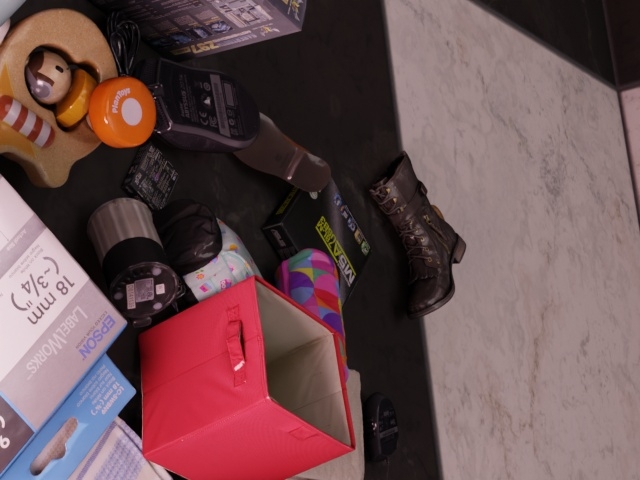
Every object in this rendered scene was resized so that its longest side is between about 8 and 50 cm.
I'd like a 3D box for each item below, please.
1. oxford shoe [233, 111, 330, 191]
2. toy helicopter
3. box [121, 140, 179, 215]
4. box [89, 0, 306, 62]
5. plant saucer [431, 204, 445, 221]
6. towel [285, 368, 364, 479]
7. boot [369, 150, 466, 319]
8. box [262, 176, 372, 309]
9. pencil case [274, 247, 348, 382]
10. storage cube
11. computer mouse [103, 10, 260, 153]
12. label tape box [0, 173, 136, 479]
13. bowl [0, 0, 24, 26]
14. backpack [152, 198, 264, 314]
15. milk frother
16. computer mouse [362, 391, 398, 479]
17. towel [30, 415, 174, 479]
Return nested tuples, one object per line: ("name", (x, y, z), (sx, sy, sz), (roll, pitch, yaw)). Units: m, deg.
("oxford shoe", (-0.084, -0.142, 1.800), (0.212, 0.076, 0.076), (34, 92, -32))
("toy helicopter", (-0.361, -0.147, 1.311), (0.355, 0.140, 0.235), (-46, 124, -40))
("box", (-0.226, -0.080, 1.588), (0.067, 0.018, 0.083), (50, 40, -35))
("box", (-0.164, -0.321, 1.576), (0.183, 0.233, 0.059), (34, 57, -46))
("plant saucer", (0.213, -0.026, 2.251), (0.083, 0.015, 0.083), (28, 56, -50))
("towel", (-0.028, 0.261, 1.742), (0.282, 0.049, 0.187), (24, 58, -50))
("boot", (0.154, -0.011, 2.108), (0.229, 0.091, 0.263), (54, 35, -22))
("box", (0.000, 0.000, 1.885), (0.190, 0.045, 0.184), (60, 33, -23))
("pencil case", (-0.015, 0.119, 1.710), (0.104, 0.104, 0.236), (50, 21, -36))
("storage cube", (-0.094, 0.191, 1.492), (0.215, 0.193, 0.183), (39, 32, -45))
("computer mouse", (-0.199, -0.190, 1.633), (0.272, 0.072, 0.188), (15, 59, -46))
("label tape box", (-0.324, 0.127, 1.207), (0.333, 0.106, 0.240), (54, 54, -25))
("bowl", (-0.408, -0.310, 1.194), (0.312, 0.163, 0.311), (9, 58, -15))
("backpack", (-0.142, 0.045, 1.557), (0.182, 0.115, 0.152), (62, 3, -38))
("milk frother", (-0.261, 0.035, 1.430), (0.143, 0.129, 0.134), (5, 34, -28))
("computer mouse", (0.097, 0.364, 1.912), (0.071, 0.041, 0.242), (-1, 86, -59))
("towel", (-0.281, 0.277, 1.357), (0.285, 0.034, 0.209), (56, 40, -26))
